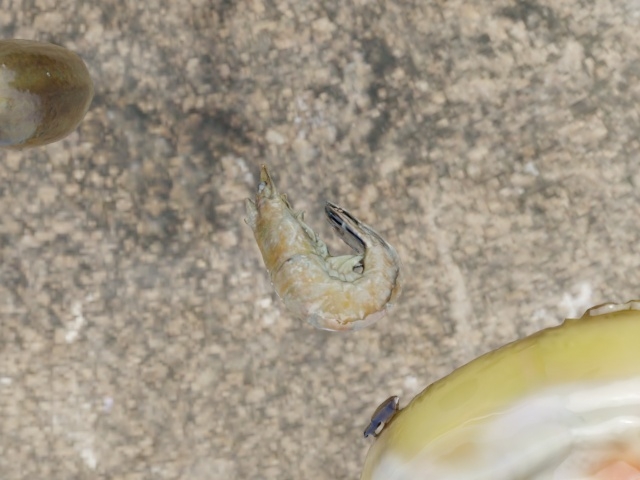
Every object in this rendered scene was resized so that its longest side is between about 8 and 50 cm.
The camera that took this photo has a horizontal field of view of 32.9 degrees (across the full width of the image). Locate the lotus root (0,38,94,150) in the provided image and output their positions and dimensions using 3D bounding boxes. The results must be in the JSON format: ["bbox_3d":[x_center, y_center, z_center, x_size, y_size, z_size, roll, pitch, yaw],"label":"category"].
[{"bbox_3d":[-0.344,-0.169,1.245,0.123,0.241,0.124,3,102,13],"label":"lotus root"}]

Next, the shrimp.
[{"bbox_3d":[0.000,0.000,1.037,0.126,0.223,0.047,-14,140,-18],"label":"shrimp"}]

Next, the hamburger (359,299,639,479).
[{"bbox_3d":[0.132,0.181,0.492,0.302,0.186,0.261,-30,132,31],"label":"hamburger"}]
